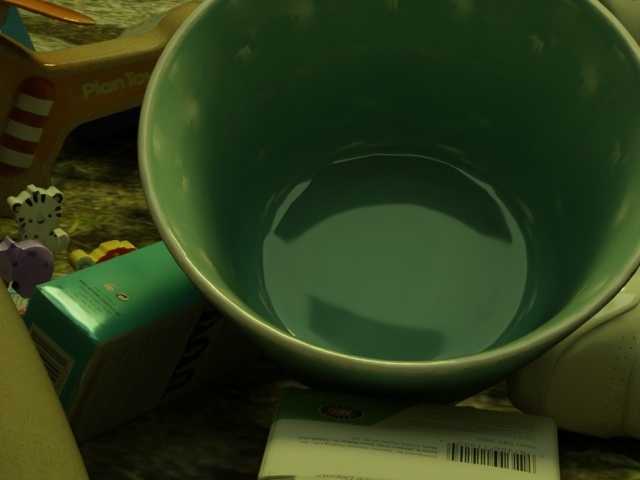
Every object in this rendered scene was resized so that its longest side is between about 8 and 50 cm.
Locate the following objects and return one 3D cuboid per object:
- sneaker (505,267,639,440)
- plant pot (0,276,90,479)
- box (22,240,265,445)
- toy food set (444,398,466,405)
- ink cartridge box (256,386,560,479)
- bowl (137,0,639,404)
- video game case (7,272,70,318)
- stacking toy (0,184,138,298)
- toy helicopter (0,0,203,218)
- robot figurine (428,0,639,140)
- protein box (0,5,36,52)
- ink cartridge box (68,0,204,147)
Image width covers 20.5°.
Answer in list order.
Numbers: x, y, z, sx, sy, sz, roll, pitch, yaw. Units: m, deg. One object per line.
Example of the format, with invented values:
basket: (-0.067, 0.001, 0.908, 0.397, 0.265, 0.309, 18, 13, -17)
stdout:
sneaker: (0.274, 0.085, 1.163, 0.305, 0.114, 0.152, -1, 20, -17)
plant pot: (-0.234, 0.094, 0.878, 0.256, 0.256, 0.274, -15, 44, -43)
box: (-0.098, 0.052, 1.164, 0.060, 0.100, 0.244, 40, 33, 20)
toy food set: (0.091, 0.073, 1.229, 0.232, 0.104, 0.111, -25, 46, -23)
ink cartridge box: (0.042, 0.166, 0.917, 0.160, 0.093, 0.219, 7, 20, 4)
bowl: (0.048, -0.020, 1.087, 0.311, 0.163, 0.312, 0, 57, -1)
video game case: (-0.210, 0.057, 1.260, 0.143, 0.019, 0.157, 4, 19, -4)
stacking toy: (-0.248, 0.025, 1.215, 0.221, 0.052, 0.167, -16, 22, -22)
toy helicopter: (-0.222, -0.130, 1.379, 0.355, 0.235, 0.140, -17, 27, -19)
robot figurine: (0.124, -0.118, 1.288, 0.278, 0.209, 0.173, -30, 5, -11)
protein box: (-0.351, -0.118, 1.526, 0.199, 0.136, 0.201, -1, 21, -16)
ink cartridge box: (-0.148, -0.174, 1.734, 0.175, 0.069, 0.371, -20, 13, 15)
